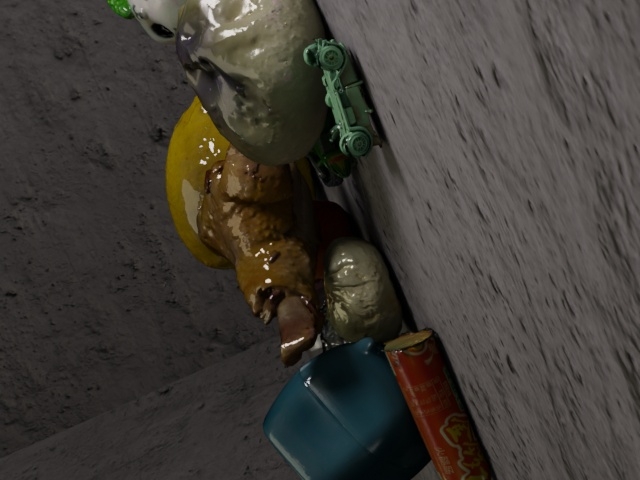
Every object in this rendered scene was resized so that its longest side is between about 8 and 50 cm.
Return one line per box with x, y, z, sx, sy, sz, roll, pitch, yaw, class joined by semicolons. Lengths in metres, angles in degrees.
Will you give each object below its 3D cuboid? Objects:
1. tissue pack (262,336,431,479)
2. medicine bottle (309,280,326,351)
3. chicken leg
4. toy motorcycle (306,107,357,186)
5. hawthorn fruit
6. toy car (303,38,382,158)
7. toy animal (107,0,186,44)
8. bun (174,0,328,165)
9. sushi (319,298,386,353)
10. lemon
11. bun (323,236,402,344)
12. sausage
0.068;0.258;1.872;0.198;0.206;0.287;48;-169;25;tissue pack
-0.022;0.079;2.435;0.147;0.147;0.247;133;113;-83;medicine bottle
-0.080;-0.012;1.830;0.409;0.182;0.295;-105;10;-45;chicken leg
-0.009;-0.166;1.778;0.190;0.074;0.106;66;165;3;toy motorcycle
0.000;0.000;2.055;0.133;0.132;0.138;-134;37;-74;hawthorn fruit
0.027;-0.167;1.497;0.073;0.054;0.143;-137;28;-72;toy car
-0.281;-0.463;2.301;0.267;0.212;0.213;-121;9;-53;toy animal
-0.091;-0.229;1.643;0.273;0.168;0.273;53;153;42;bun
0.072;0.187;2.125;0.115;0.147;0.213;64;-165;-50;sushi
-0.141;-0.103;2.262;0.285;0.285;0.316;83;-177;-70;lemon
0.053;0.078;1.909;0.188;0.111;0.164;74;176;-69;bun
0.168;0.248;1.748;0.083;0.083;0.264;-147;33;-79;sausage
